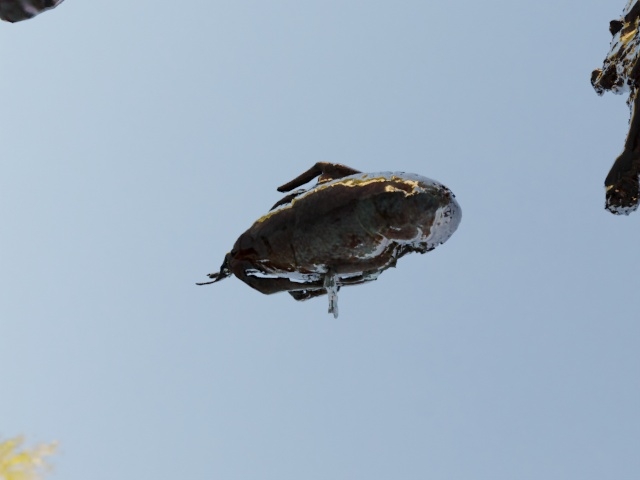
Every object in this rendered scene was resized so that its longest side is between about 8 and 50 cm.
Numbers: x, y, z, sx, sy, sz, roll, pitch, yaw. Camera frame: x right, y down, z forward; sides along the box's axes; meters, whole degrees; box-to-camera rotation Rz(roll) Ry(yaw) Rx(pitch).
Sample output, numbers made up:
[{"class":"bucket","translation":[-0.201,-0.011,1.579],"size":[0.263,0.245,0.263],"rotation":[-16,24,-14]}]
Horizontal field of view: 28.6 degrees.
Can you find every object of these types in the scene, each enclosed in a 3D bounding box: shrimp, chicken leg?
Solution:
[{"class":"shrimp","translation":[-0.001,0.000,0.763],"size":[0.190,0.073,0.074],"rotation":[-23,-136,29]},{"class":"chicken leg","translation":[0.215,-0.105,0.830],"size":[0.093,0.053,0.205],"rotation":[-47,-165,36]}]

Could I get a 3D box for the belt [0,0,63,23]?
[{"class":"belt","translation":[-0.032,-0.151,0.355],"size":[0.071,0.053,0.232],"rotation":[5,-131,24]}]
